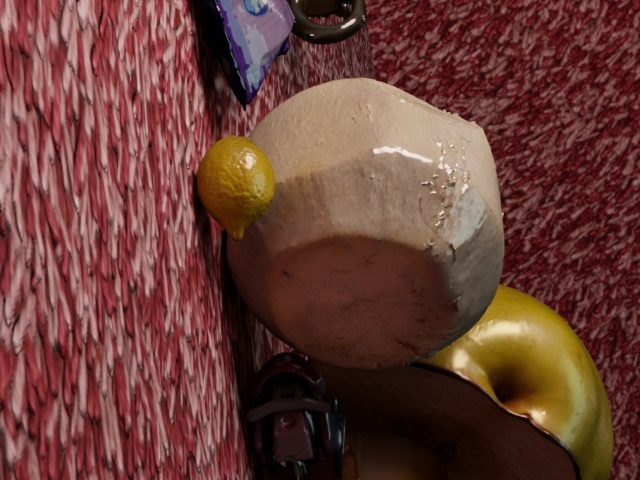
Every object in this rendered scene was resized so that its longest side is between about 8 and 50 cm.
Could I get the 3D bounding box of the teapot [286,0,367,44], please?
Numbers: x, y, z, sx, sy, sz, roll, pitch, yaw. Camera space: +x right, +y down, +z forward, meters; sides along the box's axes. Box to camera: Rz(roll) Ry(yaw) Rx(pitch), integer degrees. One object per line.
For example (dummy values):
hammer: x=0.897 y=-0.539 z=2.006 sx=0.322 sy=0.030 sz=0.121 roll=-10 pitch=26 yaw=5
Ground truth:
teapot: x=0.023 y=-0.354 z=1.821 sx=0.173 sy=0.183 sz=0.269 roll=72 pitch=13 yaw=-60

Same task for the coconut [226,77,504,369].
coconut: x=0.043 y=-0.021 z=1.333 sx=0.247 sy=0.245 sz=0.245 roll=-86 pitch=167 yaw=-51

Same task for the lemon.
lemon: x=-0.069 y=-0.044 z=1.209 sx=0.065 sy=0.065 sz=0.092 roll=66 pitch=23 yaw=-66

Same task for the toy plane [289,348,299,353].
toy plane: x=0.000 y=0.000 z=1.623 sx=0.256 sy=0.104 sz=0.241 roll=-7 pitch=104 yaw=-77

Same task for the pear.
pear: x=0.170 y=0.152 z=1.617 sx=0.191 sy=0.340 sz=0.386 roll=-59 pitch=-173 yaw=-26

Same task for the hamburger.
hamburger: x=0.060 y=0.303 z=1.539 sx=0.237 sy=0.147 sz=0.236 roll=-5 pitch=90 yaw=-76

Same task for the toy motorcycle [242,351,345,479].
toy motorcycle: x=-0.017 y=0.187 z=1.281 sx=0.122 sy=0.082 sz=0.213 roll=72 pitch=11 yaw=-61

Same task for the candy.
candy: x=-0.068 y=-0.219 z=1.401 sx=0.275 sy=0.070 sz=0.145 roll=-68 pitch=143 yaw=-69
